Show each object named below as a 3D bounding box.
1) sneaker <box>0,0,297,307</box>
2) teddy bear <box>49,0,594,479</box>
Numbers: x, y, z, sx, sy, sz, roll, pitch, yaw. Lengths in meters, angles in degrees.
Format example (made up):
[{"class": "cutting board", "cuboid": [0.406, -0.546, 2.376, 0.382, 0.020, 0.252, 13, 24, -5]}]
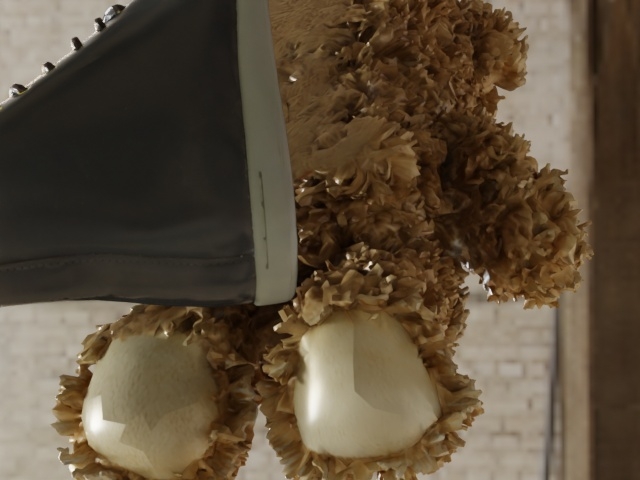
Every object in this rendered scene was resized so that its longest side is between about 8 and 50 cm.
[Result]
[{"class": "sneaker", "cuboid": [-0.080, -0.065, 0.693, 0.118, 0.083, 0.222, -4, -137, -8]}, {"class": "teddy bear", "cuboid": [0.000, 0.000, 0.799, 0.245, 0.113, 0.338, -22, -147, 6]}]
